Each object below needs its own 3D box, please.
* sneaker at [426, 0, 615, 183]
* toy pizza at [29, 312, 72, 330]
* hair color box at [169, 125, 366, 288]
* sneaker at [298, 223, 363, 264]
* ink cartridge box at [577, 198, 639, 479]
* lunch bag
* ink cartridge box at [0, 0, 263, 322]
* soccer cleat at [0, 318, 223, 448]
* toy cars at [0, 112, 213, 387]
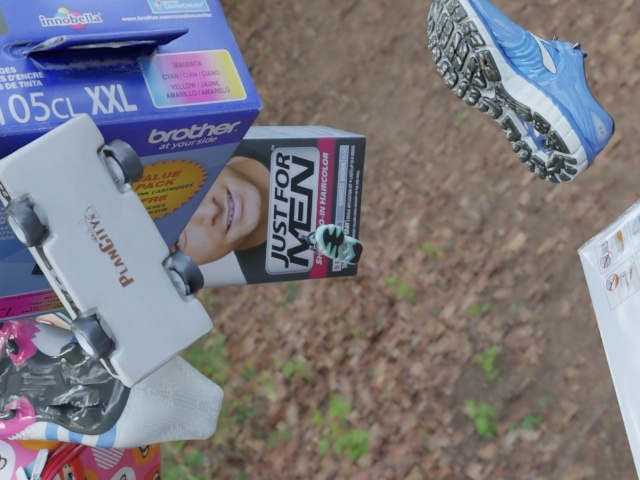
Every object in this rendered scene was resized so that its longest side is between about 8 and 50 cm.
[{"bbox_3d":[0.279,-0.235,1.824,0.147,0.330,0.130,-33,-10,-30],"label":"sneaker"},{"bbox_3d":[-0.390,0.171,1.701,0.201,0.201,0.032,-61,5,-26],"label":"toy pizza"},{"bbox_3d":[-0.133,-0.042,1.612,0.114,0.375,0.185,22,112,57],"label":"hair color box"},{"bbox_3d":[0.000,0.000,1.541,0.069,0.098,0.038,17,79,31],"label":"sneaker"},{"bbox_3d":[0.420,0.132,1.284,0.130,0.272,0.309,-45,37,37],"label":"ink cartridge box"},{"bbox_3d":[-0.269,0.305,1.353,0.258,0.120,0.293,-43,-41,-57],"label":"lunch bag"},{"bbox_3d":[-0.230,-0.082,1.098,0.395,0.270,0.151,-53,54,50],"label":"ink cartridge box"},{"bbox_3d":[-0.218,0.141,1.202,0.331,0.143,0.116,2,74,52],"label":"soccer cleat"},{"bbox_3d":[-0.254,-0.024,0.920,0.087,0.394,0.176,-5,67,63],"label":"toy cars"}]
